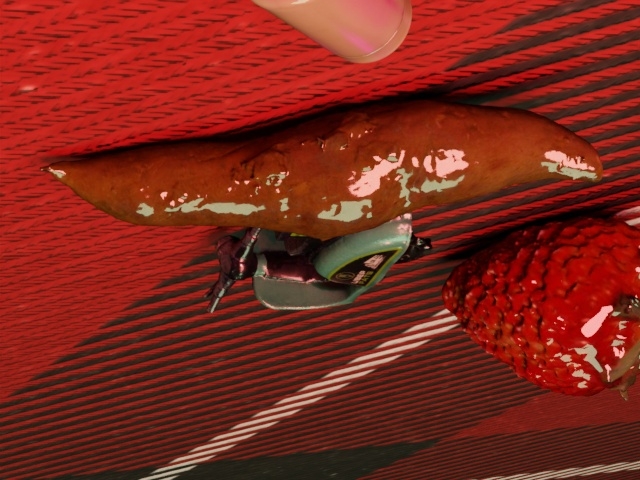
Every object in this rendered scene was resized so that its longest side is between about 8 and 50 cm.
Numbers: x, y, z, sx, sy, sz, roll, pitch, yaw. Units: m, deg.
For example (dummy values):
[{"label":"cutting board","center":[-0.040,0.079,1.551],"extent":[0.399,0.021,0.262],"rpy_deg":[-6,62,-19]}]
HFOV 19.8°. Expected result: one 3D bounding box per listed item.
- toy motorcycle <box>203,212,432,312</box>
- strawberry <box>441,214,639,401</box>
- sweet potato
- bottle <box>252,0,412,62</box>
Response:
[{"label":"toy motorcycle","center":[0.000,0.000,1.023],"extent":[0.100,0.058,0.173],"rpy_deg":[1,159,-18]},{"label":"strawberry","center":[0.160,0.037,1.181],"extent":[0.131,0.131,0.148],"rpy_deg":[3,-159,-43]},{"label":"sweet potato","center":[0.002,-0.033,0.899],"extent":[0.273,0.067,0.067],"rpy_deg":[-5,164,-4]},{"label":"bottle","center":[0.004,-0.099,0.706],"extent":[0.045,0.045,0.096],"rpy_deg":[-17,166,18]}]
